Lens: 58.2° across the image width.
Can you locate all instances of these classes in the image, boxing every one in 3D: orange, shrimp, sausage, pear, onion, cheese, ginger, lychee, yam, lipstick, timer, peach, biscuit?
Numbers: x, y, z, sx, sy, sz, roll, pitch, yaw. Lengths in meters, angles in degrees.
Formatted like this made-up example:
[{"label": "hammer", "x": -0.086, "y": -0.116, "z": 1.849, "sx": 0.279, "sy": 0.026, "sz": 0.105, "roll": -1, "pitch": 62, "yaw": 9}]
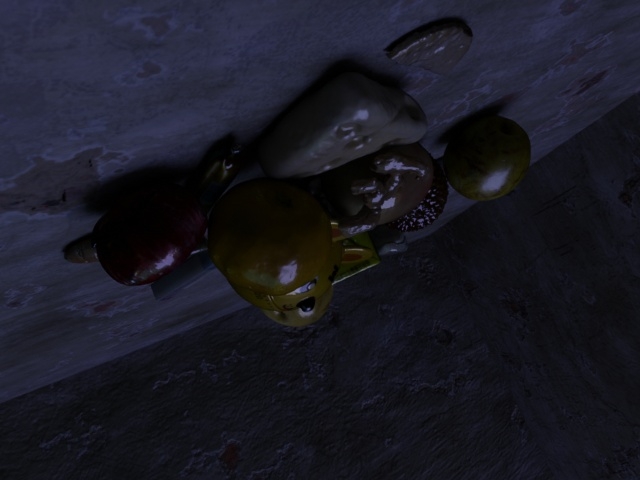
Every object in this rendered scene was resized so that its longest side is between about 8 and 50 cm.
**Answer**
[{"label": "orange", "x": -0.114, "y": -0.007, "z": 1.270, "sx": 0.279, "sy": 0.279, "sz": 0.235, "roll": -15, "pitch": 142, "yaw": -42}, {"label": "shrimp", "x": -0.472, "y": 0.015, "z": 1.378, "sx": 0.267, "sy": 0.061, "sz": 0.145, "roll": -18, "pitch": 168, "yaw": 0}, {"label": "sausage", "x": -0.254, "y": -0.112, "z": 1.282, "sx": 0.082, "sy": 0.082, "sz": 0.371, "roll": -17, "pitch": 166, "yaw": -37}, {"label": "pear", "x": -0.109, "y": 0.188, "z": 2.369, "sx": 0.349, "sy": 0.348, "sz": 0.348, "roll": -24, "pitch": 169, "yaw": -5}, {"label": "onion", "x": -0.354, "y": -0.021, "z": 1.185, "sx": 0.247, "sy": 0.190, "sz": 0.246, "roll": -27, "pitch": -159, "yaw": 11}, {"label": "cheese", "x": 0.023, "y": -0.095, "z": 1.706, "sx": 0.091, "sy": 0.203, "sz": 0.175, "roll": -53, "pitch": 177, "yaw": -30}, {"label": "cheese", "x": 0.041, "y": -0.229, "z": 1.267, "sx": 0.329, "sy": 0.129, "sz": 0.351, "roll": -26, "pitch": 170, "yaw": 30}, {"label": "ginger", "x": 0.124, "y": -0.112, "z": 1.328, "sx": 0.259, "sy": 0.065, "sz": 0.149, "roll": -40, "pitch": 130, "yaw": 16}, {"label": "lychee", "x": 0.261, "y": -0.155, "z": 1.759, "sx": 0.268, "sy": 0.267, "sz": 0.267, "roll": -24, "pitch": 169, "yaw": -5}, {"label": "yam", "x": -0.382, "y": 0.023, "z": 1.732, "sx": 0.094, "sy": 0.043, "sz": 0.043, "roll": -18, "pitch": 167, "yaw": -27}, {"label": "lipstick", "x": -0.444, "y": 0.111, "z": 1.938, "sx": 0.318, "sy": 0.068, "sz": 0.066, "roll": -31, "pitch": 168, "yaw": 29}, {"label": "timer", "x": -0.066, "y": 0.026, "z": 1.568, "sx": 0.388, "sy": 0.375, "sz": 0.376, "roll": -4, "pitch": 174, "yaw": 13}, {"label": "pear", "x": 0.537, "y": -0.269, "z": 1.860, "sx": 0.284, "sy": 0.283, "sz": 0.283, "roll": -24, "pitch": 169, "yaw": -5}, {"label": "peach", "x": 0.150, "y": -0.158, "z": 1.507, "sx": 0.293, "sy": 0.247, "sz": 0.292, "roll": 2, "pitch": 163, "yaw": 1}, {"label": "biscuit", "x": 0.243, "y": -0.394, "z": 1.170, "sx": 0.133, "sy": 0.032, "sz": 0.250, "roll": -33, "pitch": 167, "yaw": 36}]

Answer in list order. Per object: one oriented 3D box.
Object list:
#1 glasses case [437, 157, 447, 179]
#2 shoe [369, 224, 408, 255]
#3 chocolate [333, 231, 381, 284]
[{"label": "glasses case", "x": 0.384, "y": -0.227, "z": 2.163, "sx": 0.308, "sy": 0.083, "sz": 0.128, "roll": -25, "pitch": 175, "yaw": -5}, {"label": "shoe", "x": 0.215, "y": -0.081, "z": 1.969, "sx": 0.132, "sy": 0.210, "sz": 0.342, "roll": -10, "pitch": -160, "yaw": 9}, {"label": "chocolate", "x": 0.000, "y": 0.000, "z": 1.859, "sx": 0.301, "sy": 0.288, "sz": 0.137, "roll": -25, "pitch": 180, "yaw": -1}]
